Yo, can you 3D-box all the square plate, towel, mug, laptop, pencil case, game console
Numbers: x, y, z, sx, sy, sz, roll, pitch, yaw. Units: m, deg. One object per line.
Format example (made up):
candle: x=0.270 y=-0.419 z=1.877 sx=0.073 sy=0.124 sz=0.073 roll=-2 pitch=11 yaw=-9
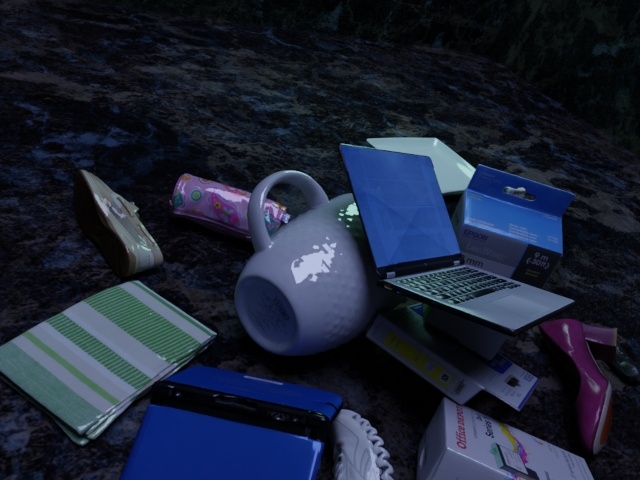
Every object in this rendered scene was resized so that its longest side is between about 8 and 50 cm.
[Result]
square plate: x=0.375 y=-0.249 z=2.117 sx=0.347 sy=0.049 sz=0.344 roll=-7 pitch=42 yaw=-34
towel: x=-0.380 y=0.196 z=1.112 sx=0.248 sy=0.038 sz=0.325 roll=31 pitch=37 yaw=19
mug: x=-0.021 y=0.037 z=1.246 sx=0.328 sy=0.276 sz=0.374 roll=-30 pitch=100 yaw=-45
laptop: x=0.278 y=-0.020 z=1.205 sx=0.408 sy=0.236 sz=0.382 roll=20 pitch=15 yaw=34
pencil case: x=-0.218 y=-0.066 z=1.493 sx=0.284 sy=0.124 sz=0.124 roll=20 pitch=33 yaw=-2
game console: x=-0.132 y=0.329 z=0.998 sx=0.293 sy=0.173 sz=0.250 roll=9 pitch=1 yaw=12

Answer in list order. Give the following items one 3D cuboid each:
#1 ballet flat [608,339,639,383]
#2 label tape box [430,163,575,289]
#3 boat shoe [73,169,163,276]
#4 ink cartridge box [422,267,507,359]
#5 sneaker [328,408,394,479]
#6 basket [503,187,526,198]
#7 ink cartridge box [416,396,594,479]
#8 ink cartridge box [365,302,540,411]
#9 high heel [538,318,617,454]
ballet flat: x=0.738 y=0.290 z=1.548 sx=0.057 sy=0.049 sz=0.173 roll=-30 pitch=39 yaw=8
label tape box: x=0.429 y=0.021 z=1.485 sx=0.249 sy=0.347 sz=0.115 roll=17 pitch=32 yaw=-4
boat shoe: x=-0.451 y=-0.043 z=1.359 sx=0.098 sy=0.109 sz=0.302 roll=-11 pitch=49 yaw=-45
ink cartridge box: x=0.309 y=0.148 z=1.335 sx=0.160 sy=0.092 sz=0.219 roll=30 pitch=13 yaw=1
sneaker: x=0.061 y=0.400 z=0.991 sx=0.118 sy=0.110 sz=0.292 roll=-7 pitch=41 yaw=-21
basket: x=0.544 y=-0.121 z=1.917 sx=0.103 sy=0.167 sz=0.113 roll=-3 pitch=39 yaw=-38
ink cartridge box: x=0.313 y=0.404 z=1.042 sx=0.278 sy=0.117 sz=0.201 roll=23 pitch=13 yaw=6
ink cartridge box: x=0.280 y=0.243 z=1.266 sx=0.307 sy=0.072 sz=0.304 roll=37 pitch=14 yaw=23
high heel: x=0.560 y=0.319 z=1.389 sx=0.181 sy=0.127 sz=0.377 roll=2 pitch=29 yaw=28
